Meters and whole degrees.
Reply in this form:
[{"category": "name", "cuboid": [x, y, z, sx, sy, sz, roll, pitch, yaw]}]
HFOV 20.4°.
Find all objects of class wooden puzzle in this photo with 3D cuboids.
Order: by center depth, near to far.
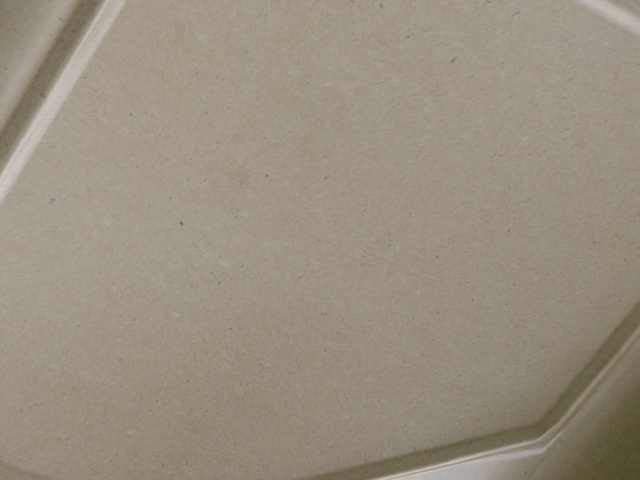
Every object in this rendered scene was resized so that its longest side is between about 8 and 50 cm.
[{"category": "wooden puzzle", "cuboid": [0.000, 0.000, 0.440, 0.221, 0.239, 0.044, -54, -157, 25]}]
